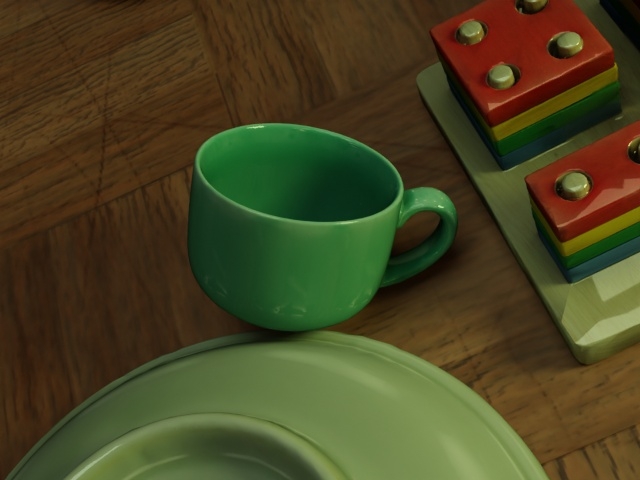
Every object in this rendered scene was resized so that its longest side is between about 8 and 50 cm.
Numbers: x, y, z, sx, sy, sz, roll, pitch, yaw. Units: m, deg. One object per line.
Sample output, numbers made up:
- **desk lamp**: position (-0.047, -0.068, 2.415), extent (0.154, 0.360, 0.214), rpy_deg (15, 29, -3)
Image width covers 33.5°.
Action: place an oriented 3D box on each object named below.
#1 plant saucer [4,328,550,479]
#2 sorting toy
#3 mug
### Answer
- **plant saucer**: position (-0.061, 0.207, 0.563), extent (0.400, 0.101, 0.401), rpy_deg (-11, 54, 15)
- **sorting toy**: position (0.215, -0.095, 0.669), extent (0.255, 0.089, 0.257), rpy_deg (-26, 51, 2)
- **mug**: position (-0.008, 0.002, 0.672), extent (0.157, 0.097, 0.129), rpy_deg (23, 34, 20)
